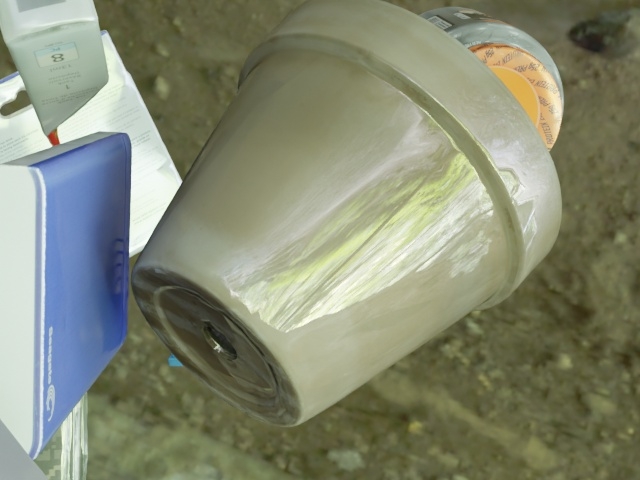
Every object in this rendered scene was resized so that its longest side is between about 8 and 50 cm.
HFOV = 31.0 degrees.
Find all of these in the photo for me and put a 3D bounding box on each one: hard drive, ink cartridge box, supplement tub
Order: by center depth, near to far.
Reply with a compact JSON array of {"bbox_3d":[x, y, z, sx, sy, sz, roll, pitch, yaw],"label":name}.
[{"bbox_3d":[-0.207,0.026,0.958,0.040,0.210,0.319,3,-170,1],"label":"hard drive"},{"bbox_3d":[-0.286,-0.273,1.179,0.091,0.308,0.385,-16,169,-8],"label":"ink cartridge box"},{"bbox_3d":[0.181,-0.178,1.411,0.193,0.193,0.316,26,-167,-11],"label":"supplement tub"},{"bbox_3d":[-0.396,-0.103,1.755,0.071,0.324,0.330,8,125,64],"label":"ink cartridge box"}]

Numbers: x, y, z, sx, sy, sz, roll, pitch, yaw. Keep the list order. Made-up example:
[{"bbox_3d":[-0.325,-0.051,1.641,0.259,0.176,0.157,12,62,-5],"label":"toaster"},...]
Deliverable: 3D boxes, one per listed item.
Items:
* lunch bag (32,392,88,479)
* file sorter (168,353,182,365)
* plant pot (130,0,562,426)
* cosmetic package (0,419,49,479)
[{"bbox_3d":[-0.359,0.169,1.249,0.212,0.305,0.256,0,-178,-13],"label":"lunch bag"},{"bbox_3d":[-0.129,0.087,1.574,0.118,0.170,0.104,-2,113,20],"label":"file sorter"},{"bbox_3d":[0.000,0.000,1.003,0.323,0.280,0.323,32,152,20],"label":"plant pot"},{"bbox_3d":[-0.319,0.139,0.395,0.327,0.329,0.393,35,168,-20],"label":"cosmetic package"}]
